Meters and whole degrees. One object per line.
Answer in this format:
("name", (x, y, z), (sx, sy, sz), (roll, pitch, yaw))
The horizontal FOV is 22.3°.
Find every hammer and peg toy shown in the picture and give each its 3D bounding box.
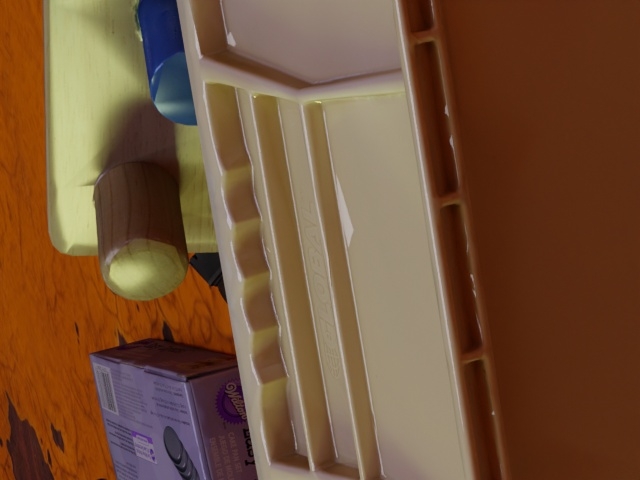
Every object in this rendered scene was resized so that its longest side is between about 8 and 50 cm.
("hammer and peg toy", (0.014, -0.139, 0.615), (0.127, 0.266, 0.361), (-103, 14, -48))

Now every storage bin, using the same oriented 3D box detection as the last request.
("storage bin", (0.111, -0.021, 0.462), (0.123, 0.262, 0.260), (13, 115, 63))

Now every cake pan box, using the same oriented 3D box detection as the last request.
("cake pan box", (-0.103, 0.209, 1.314), (0.267, 0.070, 0.245), (-1, 100, 66))

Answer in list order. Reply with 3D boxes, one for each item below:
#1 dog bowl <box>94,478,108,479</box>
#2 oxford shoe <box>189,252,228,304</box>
("dog bowl", (-0.204, 0.355, 1.473), (0.265, 0.104, 0.264), (161, 90, -86))
("oxford shoe", (0.000, 0.000, 0.974), (0.096, 0.083, 0.227), (53, 154, 5))
